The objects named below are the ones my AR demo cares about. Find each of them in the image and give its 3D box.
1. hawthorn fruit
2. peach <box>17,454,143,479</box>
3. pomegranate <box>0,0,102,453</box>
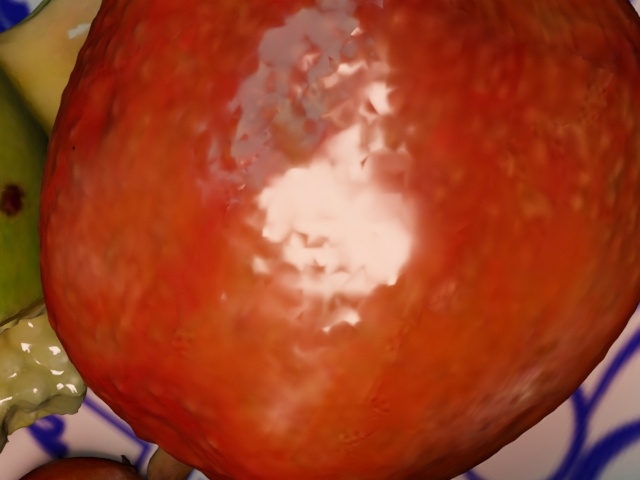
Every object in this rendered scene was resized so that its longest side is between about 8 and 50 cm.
[{"bbox_3d":[0.000,0.000,0.600,0.205,0.205,0.253,34,106,34],"label":"hawthorn fruit"},{"bbox_3d":[-0.111,0.132,0.704,0.098,0.061,0.098,-4,80,26],"label":"peach"},{"bbox_3d":[-0.187,-0.012,0.694,0.341,0.260,0.260,-43,54,-18],"label":"pomegranate"}]
